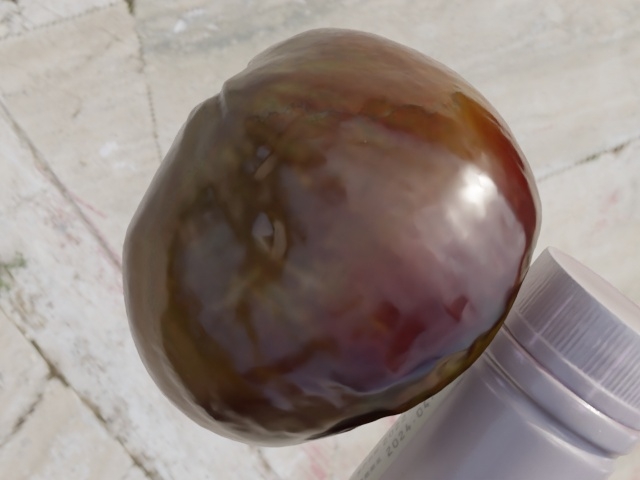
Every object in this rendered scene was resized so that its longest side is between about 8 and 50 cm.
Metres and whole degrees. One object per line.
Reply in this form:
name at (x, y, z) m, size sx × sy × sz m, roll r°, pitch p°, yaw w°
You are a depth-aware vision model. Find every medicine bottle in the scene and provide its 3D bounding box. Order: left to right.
medicine bottle at (0.120, 0.136, 0.838) m, size 0.133 × 0.133 × 0.249 m, roll 25°, pitch 108°, yaw -39°

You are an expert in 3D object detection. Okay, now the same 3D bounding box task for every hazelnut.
hazelnut at (0.000, 0.000, 0.723) m, size 0.251 × 0.217 × 0.217 m, roll -47°, pitch 130°, yaw 0°
